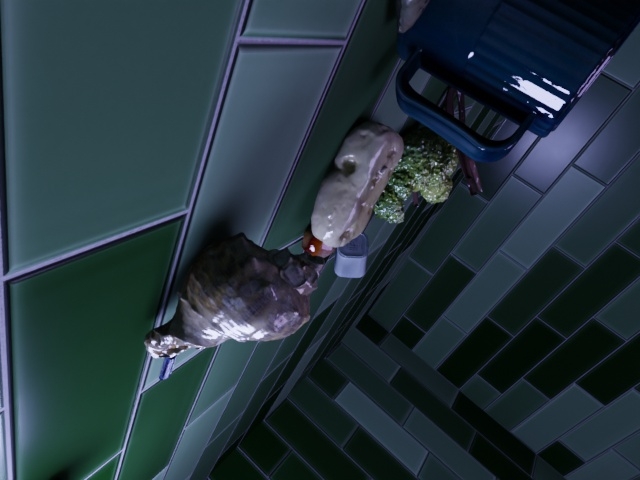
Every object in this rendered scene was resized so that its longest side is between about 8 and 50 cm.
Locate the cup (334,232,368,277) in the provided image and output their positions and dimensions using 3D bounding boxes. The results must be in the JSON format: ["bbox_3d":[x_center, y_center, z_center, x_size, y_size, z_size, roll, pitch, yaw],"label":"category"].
[{"bbox_3d":[0.091,0.027,1.292,0.129,0.095,0.128,92,3,-62],"label":"cup"}]

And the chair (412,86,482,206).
[{"bbox_3d":[0.348,-0.280,1.290,0.175,0.183,0.327,-24,104,-58],"label":"chair"}]

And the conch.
[{"bbox_3d":[-0.128,0.073,0.667,0.291,0.159,0.210,-15,180,11],"label":"conch"}]

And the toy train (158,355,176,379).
[{"bbox_3d":[-0.285,0.238,0.832,0.017,0.017,0.083,-31,155,-50],"label":"toy train"}]

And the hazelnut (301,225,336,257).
[{"bbox_3d":[0.000,0.000,0.994,0.086,0.086,0.086,-46,164,-17],"label":"hazelnut"}]

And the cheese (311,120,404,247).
[{"bbox_3d":[0.073,-0.109,0.898,0.159,0.093,0.263,-8,128,-62],"label":"cheese"}]

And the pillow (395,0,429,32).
[{"bbox_3d":[0.137,-0.377,0.568,0.093,0.051,0.241,-43,163,-10],"label":"pillow"}]

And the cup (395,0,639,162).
[{"bbox_3d":[0.294,-0.317,0.704,0.308,0.292,0.242,-44,163,-29],"label":"cup"}]

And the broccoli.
[{"bbox_3d":[0.236,-0.136,1.155,0.254,0.186,0.302,-47,161,-53],"label":"broccoli"}]
